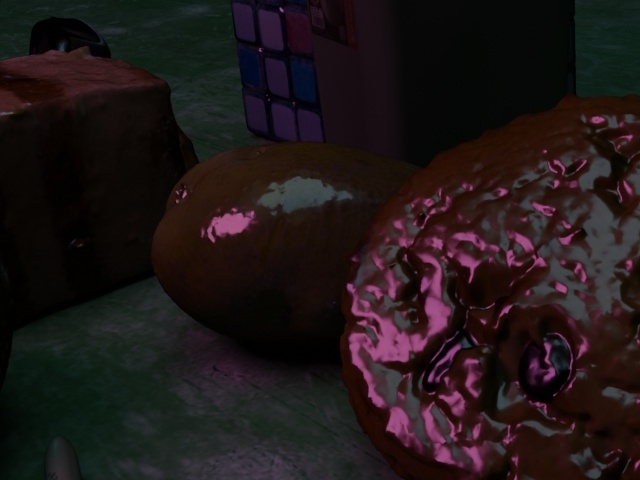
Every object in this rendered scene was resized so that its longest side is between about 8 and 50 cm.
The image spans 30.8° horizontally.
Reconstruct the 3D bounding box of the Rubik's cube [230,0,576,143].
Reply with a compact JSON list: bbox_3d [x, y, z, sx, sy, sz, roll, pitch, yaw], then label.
[{"bbox_3d":[0.088,-0.264,1.303,0.293,0.287,0.292,-22,28,-33],"label":"Rubik's cube"}]

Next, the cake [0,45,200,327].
[{"bbox_3d":[-0.230,-0.065,1.036,0.293,0.199,0.196,-20,23,-33],"label":"cake"}]

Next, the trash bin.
[{"bbox_3d":[0.108,-0.189,1.045,0.222,0.344,0.158,-14,22,-21],"label":"trash bin"}]

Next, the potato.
[{"bbox_3d":[0.000,0.000,0.867,0.251,0.159,0.174,7,48,9],"label":"potato"}]

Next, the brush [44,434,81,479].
[{"bbox_3d":[-0.130,0.179,0.632,0.042,0.039,0.299,-8,19,-13],"label":"brush"}]

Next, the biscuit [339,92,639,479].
[{"bbox_3d":[0.142,0.030,0.684,0.295,0.075,0.296,-14,54,21],"label":"biscuit"}]

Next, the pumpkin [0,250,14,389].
[{"bbox_3d":[-0.354,0.070,0.739,0.320,0.192,0.320,-5,20,2],"label":"pumpkin"}]

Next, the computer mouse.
[{"bbox_3d":[-0.316,-0.209,1.477,0.096,0.137,0.233,5,23,-22],"label":"computer mouse"}]
